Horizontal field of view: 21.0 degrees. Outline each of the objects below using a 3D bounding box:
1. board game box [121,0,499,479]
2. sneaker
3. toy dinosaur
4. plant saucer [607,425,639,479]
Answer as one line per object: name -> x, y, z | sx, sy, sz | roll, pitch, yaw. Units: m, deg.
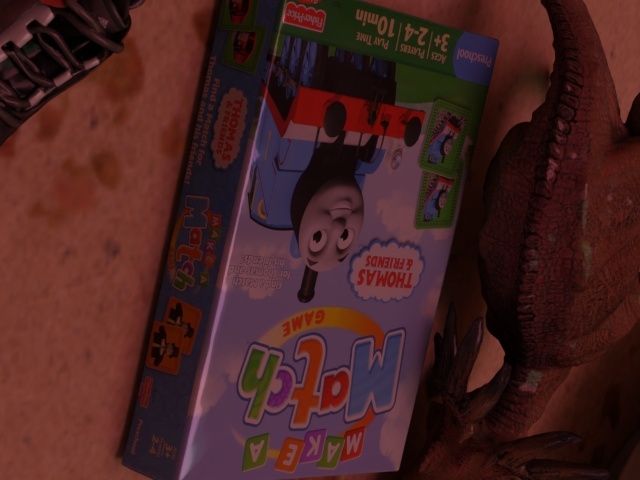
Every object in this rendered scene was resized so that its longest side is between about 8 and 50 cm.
board game box -> 0.000, 0.000, 0.762 | 0.160, 0.039, 0.211 | 5, 100, -52
sneaker -> -0.100, -0.074, 0.588 | 0.158, 0.065, 0.061 | -61, 141, -15
toy dinosaur -> 0.112, 0.007, 0.827 | 0.200, 0.127, 0.295 | -33, 129, -42
plant saucer -> 0.250, 0.215, 1.102 | 0.400, 0.100, 0.400 | -23, 120, -46
